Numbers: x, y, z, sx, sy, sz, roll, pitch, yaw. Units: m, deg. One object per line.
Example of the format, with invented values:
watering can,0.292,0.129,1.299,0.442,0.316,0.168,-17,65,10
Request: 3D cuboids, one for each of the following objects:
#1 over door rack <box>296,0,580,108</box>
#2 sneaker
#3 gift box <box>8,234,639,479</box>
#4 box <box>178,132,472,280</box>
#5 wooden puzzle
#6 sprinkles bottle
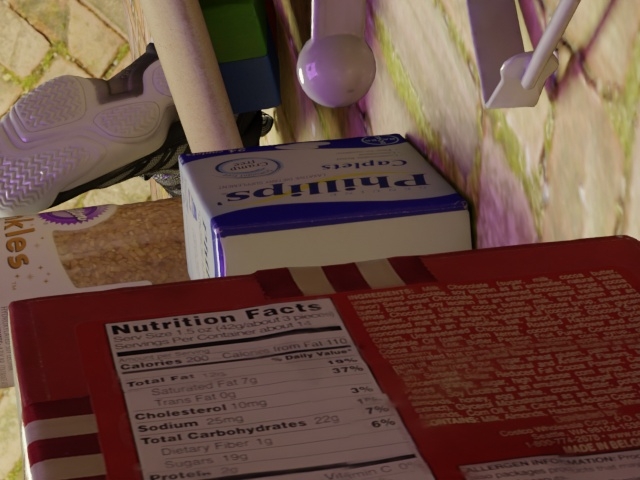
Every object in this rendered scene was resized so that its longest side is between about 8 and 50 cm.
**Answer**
over door rack,-0.005,-0.081,0.504,0.324,0.239,0.108,129,137,-76
sneaker,-0.131,-0.063,1.250,0.101,0.268,0.153,33,148,34
gift box,0.025,0.171,0.481,0.276,0.255,0.258,-111,18,-66
box,0.000,0.000,0.846,0.137,0.126,0.072,-124,30,-67
wooden puzzle,-0.083,-0.244,1.074,0.322,0.080,0.348,74,-175,-49
sprinkles bottle,-0.165,0.035,1.135,0.121,0.355,0.121,172,90,-80
